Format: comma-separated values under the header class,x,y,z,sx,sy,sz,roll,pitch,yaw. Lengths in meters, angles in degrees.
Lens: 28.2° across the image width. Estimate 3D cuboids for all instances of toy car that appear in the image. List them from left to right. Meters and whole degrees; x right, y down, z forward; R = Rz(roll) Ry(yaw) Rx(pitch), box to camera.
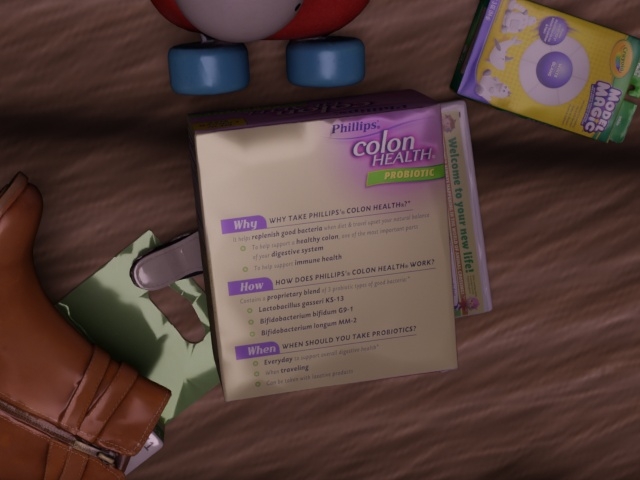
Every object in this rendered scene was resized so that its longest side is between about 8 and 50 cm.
class,x,y,z,sx,sy,sz,roll,pitch,yaw
toy car,-0.044,-0.223,1.048,0.210,0.238,0.219,-4,105,-5

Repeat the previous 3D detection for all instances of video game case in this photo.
class,x,y,z,sx,sy,sz,roll,pitch,yaw
video game case,0.058,-0.017,1.222,0.193,0.023,0.212,-10,104,-3

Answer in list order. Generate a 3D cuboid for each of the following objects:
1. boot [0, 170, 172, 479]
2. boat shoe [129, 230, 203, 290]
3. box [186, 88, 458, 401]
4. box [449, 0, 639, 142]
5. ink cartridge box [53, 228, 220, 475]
class,x,y,z,sx,sy,sz,roll,pitch,yaw
boot,-0.234,0.098,1.121,0.220,0.109,0.283,23,103,-6
boat shoe,-0.121,0.015,1.204,0.125,0.038,0.046,-24,102,-17
box,0.000,0.000,1.141,0.213,0.117,0.243,-8,105,-8
box,0.223,-0.160,1.193,0.179,0.043,0.105,16,103,-11
ink cartridge box,-0.203,0.128,1.219,0.235,0.056,0.171,-38,104,7
